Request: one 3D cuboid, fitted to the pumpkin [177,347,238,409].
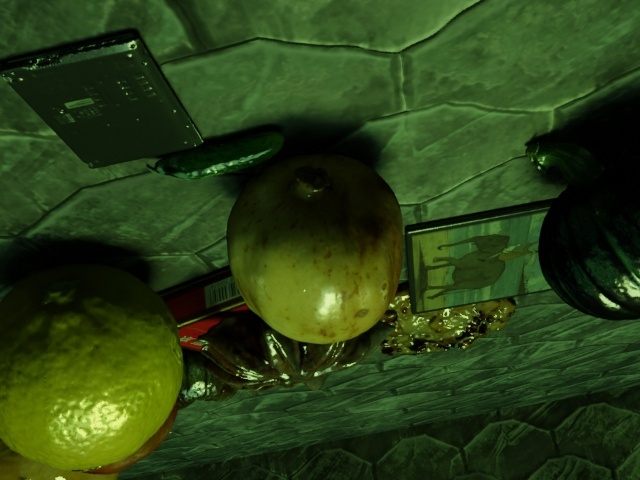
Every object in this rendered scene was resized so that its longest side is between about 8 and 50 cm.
[{"bbox_3d":[-0.251,0.259,1.373,0.184,0.119,0.107,-14,158,-4],"label":"pumpkin"}]

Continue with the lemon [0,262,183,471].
[{"bbox_3d":[-0.319,0.169,0.968,0.293,0.293,0.293,-8,156,-3],"label":"lemon"}]

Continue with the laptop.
[{"bbox_3d":[-0.199,-0.124,0.677,0.129,0.016,0.180,-11,157,6],"label":"laptop"}]

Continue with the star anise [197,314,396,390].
[{"bbox_3d":[-0.035,0.168,1.108,0.315,0.108,0.315,-12,155,-5],"label":"star anise"}]

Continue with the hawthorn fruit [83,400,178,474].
[{"bbox_3d":[-0.363,0.279,1.232,0.254,0.254,0.300,-7,159,-4],"label":"hawthorn fruit"}]

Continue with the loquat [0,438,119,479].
[{"bbox_3d":[-0.551,0.423,1.397,0.329,0.328,0.328,-8,156,-3],"label":"loquat"}]

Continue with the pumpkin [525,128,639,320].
[{"bbox_3d":[0.350,-0.039,0.847,0.248,0.248,0.248,-8,156,-3],"label":"pumpkin"}]

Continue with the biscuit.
[{"bbox_3d":[0.209,0.160,1.369,0.334,0.081,0.289,0,153,-15],"label":"biscuit"}]

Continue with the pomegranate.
[{"bbox_3d":[0.000,0.000,0.801,0.215,0.215,0.215,-8,156,-3],"label":"pomegranate"}]

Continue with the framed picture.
[{"bbox_3d":[0.309,0.024,1.128,0.347,0.016,0.265,-10,145,2],"label":"framed picture"}]

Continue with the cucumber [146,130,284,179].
[{"bbox_3d":[-0.111,-0.087,0.765,0.155,0.037,0.037,-12,156,7],"label":"cucumber"}]

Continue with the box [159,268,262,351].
[{"bbox_3d":[-0.144,0.108,1.136,0.240,0.074,0.153,-21,159,24],"label":"box"}]
